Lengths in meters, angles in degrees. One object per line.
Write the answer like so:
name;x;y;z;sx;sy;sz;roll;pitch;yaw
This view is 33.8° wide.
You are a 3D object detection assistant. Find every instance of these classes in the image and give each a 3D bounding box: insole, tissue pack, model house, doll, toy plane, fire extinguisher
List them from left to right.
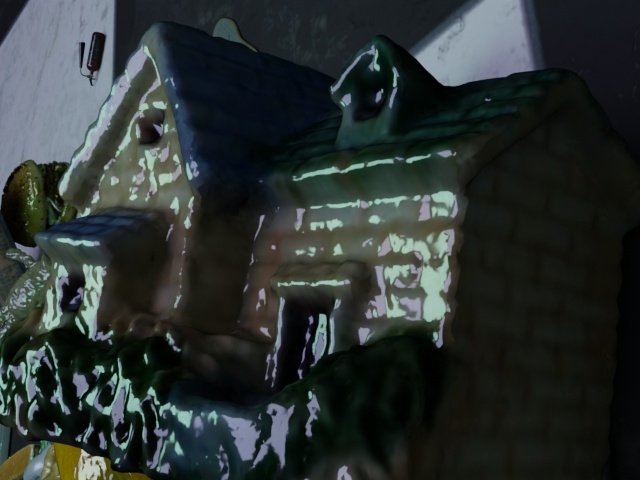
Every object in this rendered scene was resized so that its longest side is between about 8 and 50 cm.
tissue pack;-0.627;0.040;1.991;0.228;0.103;0.315;11;124;61
doll;-0.515;0.089;1.854;0.286;0.091;0.202;-24;61;18
toy plane;-0.433;0.364;1.720;0.174;0.080;0.174;-22;63;54
fire extinguisher;-0.445;-0.352;2.024;0.032;0.046;0.100;172;109;-70
insole;-0.124;-0.276;1.522;0.188;0.004;0.064;50;123;53
model house;0.000;0.000;0.872;0.445;0.395;0.400;2;79;50

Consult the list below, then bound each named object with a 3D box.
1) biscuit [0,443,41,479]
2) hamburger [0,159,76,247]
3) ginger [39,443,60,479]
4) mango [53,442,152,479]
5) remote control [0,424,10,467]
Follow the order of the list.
biscuit;-0.518;0.403;1.865;0.188;0.056;0.052;-36;49;49
hamburger;-0.537;-0.072;2.009;0.185;0.113;0.177;18;94;59
ginger;-0.361;0.402;1.568;0.216;0.102;0.157;26;93;45
mango;-0.282;0.294;1.419;0.187;0.144;0.359;111;143;-49
remote control;-0.643;0.374;2.097;0.103;0.034;0.250;-24;59;53
